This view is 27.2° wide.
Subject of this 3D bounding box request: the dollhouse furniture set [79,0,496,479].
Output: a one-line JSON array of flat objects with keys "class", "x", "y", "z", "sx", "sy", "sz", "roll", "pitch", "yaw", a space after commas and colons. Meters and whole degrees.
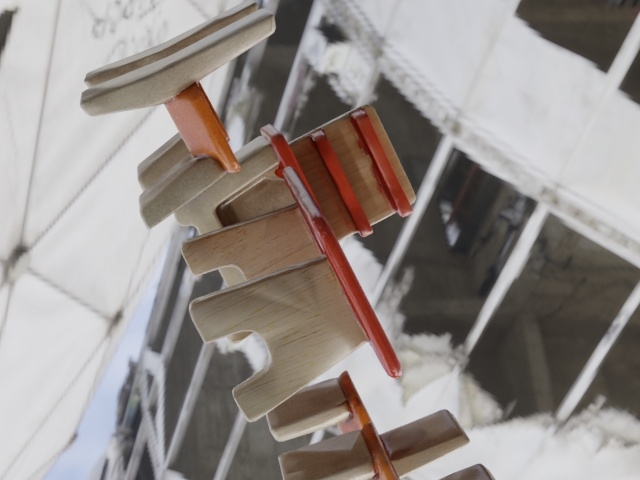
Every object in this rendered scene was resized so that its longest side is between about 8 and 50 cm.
[{"class": "dollhouse furniture set", "x": 0.000, "y": 0.000, "z": 0.690, "sx": 0.135, "sy": 0.262, "sz": 0.259, "roll": -27, "pitch": -165, "yaw": -1}]
